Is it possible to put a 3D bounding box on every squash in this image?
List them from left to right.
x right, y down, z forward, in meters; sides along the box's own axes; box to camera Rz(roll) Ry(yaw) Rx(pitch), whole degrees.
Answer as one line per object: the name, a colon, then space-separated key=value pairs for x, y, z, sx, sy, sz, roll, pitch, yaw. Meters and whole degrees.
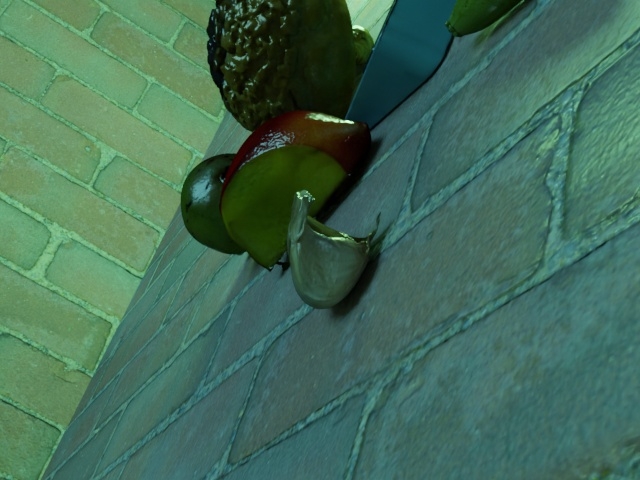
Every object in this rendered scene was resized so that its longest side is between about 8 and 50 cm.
squash: x=0.209 y=-0.299 z=1.000 sx=0.201 sy=0.066 sz=0.066 roll=-41 pitch=23 yaw=51

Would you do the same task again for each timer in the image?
timer: x=0.122 y=-0.285 z=1.305 sx=0.250 sy=0.091 sz=0.232 roll=124 pitch=170 yaw=-61

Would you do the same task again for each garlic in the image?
garlic: x=0.006 y=0.011 z=1.024 sx=0.174 sy=0.099 sz=0.124 roll=-119 pitch=42 yaw=-78

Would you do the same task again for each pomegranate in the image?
pomegranate: x=-0.144 y=-0.046 z=1.520 sx=0.179 sy=0.210 sz=0.179 roll=-18 pitch=36 yaw=14

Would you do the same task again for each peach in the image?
peach: x=-0.045 y=-0.108 z=1.288 sx=0.267 sy=0.154 sz=0.159 roll=-50 pitch=16 yaw=33

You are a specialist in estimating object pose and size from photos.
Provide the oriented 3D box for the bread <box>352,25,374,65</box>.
bread: x=0.038 y=-0.383 z=1.731 sx=0.367 sy=0.084 sz=0.077 roll=-124 pitch=25 yaw=-75

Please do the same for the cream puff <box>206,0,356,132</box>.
cream puff: x=-0.079 y=-0.322 z=1.512 sx=0.343 sy=0.231 sz=0.327 roll=118 pitch=142 yaw=-67
